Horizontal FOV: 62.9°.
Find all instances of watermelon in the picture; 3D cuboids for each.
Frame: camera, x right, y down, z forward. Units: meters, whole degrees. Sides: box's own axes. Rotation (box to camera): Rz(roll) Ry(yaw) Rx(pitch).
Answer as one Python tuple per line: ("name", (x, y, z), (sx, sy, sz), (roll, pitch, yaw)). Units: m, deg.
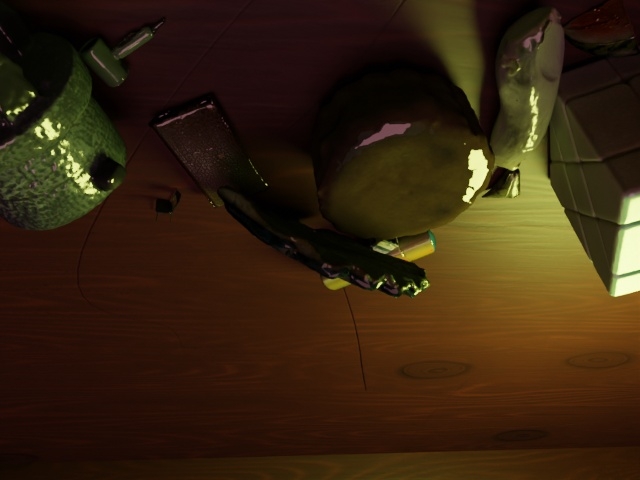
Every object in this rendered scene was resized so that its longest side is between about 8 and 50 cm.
("watermelon", (0.487, -0.356, 0.873), (0.135, 0.125, 0.094), (-13, 115, -36))

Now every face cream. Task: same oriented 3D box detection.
("face cream", (0.146, 0.043, 1.265), (0.284, 0.068, 0.139), (-24, 171, 20))

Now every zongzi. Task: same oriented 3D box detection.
("zongzi", (0.395, -0.126, 1.149), (0.083, 0.040, 0.076), (0, 136, 21))

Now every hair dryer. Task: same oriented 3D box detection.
("hair dryer", (-0.309, -0.317, 0.847), (0.150, 0.047, 0.071), (-30, 137, 11))

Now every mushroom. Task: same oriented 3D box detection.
("mushroom", (0.362, -0.253, 0.937), (0.109, 0.097, 0.351), (12, 147, 20))

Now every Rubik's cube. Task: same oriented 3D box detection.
("Rubik's cube", (0.620, -0.139, 0.935), (0.315, 0.319, 0.322), (-18, 139, 13))

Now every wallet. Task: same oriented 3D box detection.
("wallet", (-0.211, -0.167, 1.028), (0.132, 0.039, 0.243), (-22, 137, 9))

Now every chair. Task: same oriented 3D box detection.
("chair", (-0.331, -0.075, 1.121), (0.042, 0.037, 0.086), (6, 143, -30))

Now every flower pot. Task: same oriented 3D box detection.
("flower pot", (-0.470, -0.172, 0.793), (0.298, 0.299, 0.283), (-10, 143, 5))

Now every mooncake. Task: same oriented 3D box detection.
("mooncake", (0.138, -0.157, 0.965), (0.323, 0.187, 0.324), (-4, 141, -3))

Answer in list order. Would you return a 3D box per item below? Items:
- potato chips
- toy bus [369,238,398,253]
("potato chips", (0.000, 0.000, 1.016), (0.358, 0.429, 0.070), (12, 103, -57))
("toy bus", (0.138, -0.022, 1.185), (0.052, 0.102, 0.058), (20, 136, -27))
